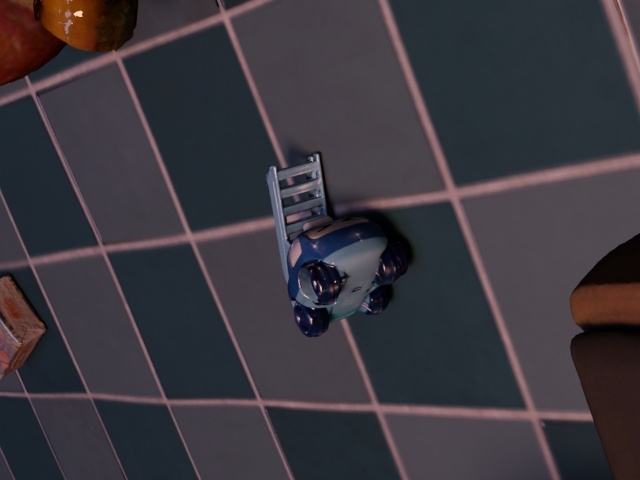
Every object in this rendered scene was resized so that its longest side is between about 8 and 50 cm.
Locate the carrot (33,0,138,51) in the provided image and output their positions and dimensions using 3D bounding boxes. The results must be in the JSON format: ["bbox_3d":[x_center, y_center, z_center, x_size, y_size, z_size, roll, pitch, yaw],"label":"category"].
[{"bbox_3d":[-0.119,-0.225,0.620,0.070,0.070,0.260,27,125,38],"label":"carrot"}]

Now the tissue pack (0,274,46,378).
[{"bbox_3d":[-0.274,0.075,1.065,0.063,0.035,0.083,54,144,9],"label":"tissue pack"}]

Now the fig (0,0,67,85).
[{"bbox_3d":[-0.216,-0.187,0.756,0.143,0.160,0.231,-62,23,27],"label":"fig"}]

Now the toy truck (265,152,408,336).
[{"bbox_3d":[0.000,0.000,0.673,0.090,0.056,0.073,60,152,23],"label":"toy truck"}]

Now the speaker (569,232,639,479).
[{"bbox_3d":[0.215,0.044,0.330,0.231,0.192,0.153,-4,111,56],"label":"speaker"}]
